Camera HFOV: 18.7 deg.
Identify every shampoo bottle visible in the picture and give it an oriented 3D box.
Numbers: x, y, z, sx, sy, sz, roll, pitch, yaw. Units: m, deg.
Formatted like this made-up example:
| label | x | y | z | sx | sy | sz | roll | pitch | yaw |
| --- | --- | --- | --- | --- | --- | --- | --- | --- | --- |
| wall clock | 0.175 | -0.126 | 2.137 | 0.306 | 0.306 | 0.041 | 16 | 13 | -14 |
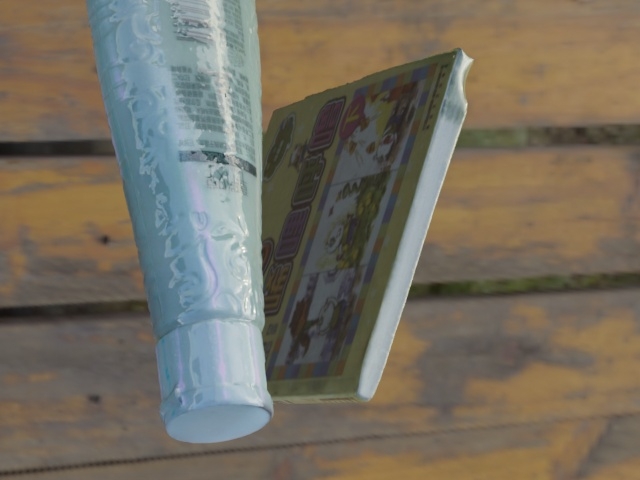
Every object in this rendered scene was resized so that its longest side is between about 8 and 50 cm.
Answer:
| label | x | y | z | sx | sy | sz | roll | pitch | yaw |
| --- | --- | --- | --- | --- | --- | --- | --- | --- | --- |
| shampoo bottle | -0.043 | -0.027 | 0.658 | 0.069 | 0.041 | 0.191 | 15 | 58 | -43 |

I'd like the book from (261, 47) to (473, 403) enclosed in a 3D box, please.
| label | x | y | z | sx | sy | sz | roll | pitch | yaw |
| --- | --- | --- | --- | --- | --- | --- | --- | --- | --- |
| book | 0.000 | 0.000 | 0.934 | 0.013 | 0.192 | 0.168 | 24 | 74 | -24 |
